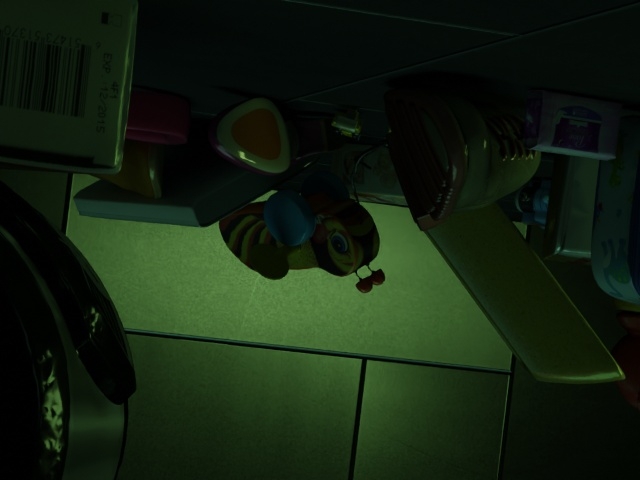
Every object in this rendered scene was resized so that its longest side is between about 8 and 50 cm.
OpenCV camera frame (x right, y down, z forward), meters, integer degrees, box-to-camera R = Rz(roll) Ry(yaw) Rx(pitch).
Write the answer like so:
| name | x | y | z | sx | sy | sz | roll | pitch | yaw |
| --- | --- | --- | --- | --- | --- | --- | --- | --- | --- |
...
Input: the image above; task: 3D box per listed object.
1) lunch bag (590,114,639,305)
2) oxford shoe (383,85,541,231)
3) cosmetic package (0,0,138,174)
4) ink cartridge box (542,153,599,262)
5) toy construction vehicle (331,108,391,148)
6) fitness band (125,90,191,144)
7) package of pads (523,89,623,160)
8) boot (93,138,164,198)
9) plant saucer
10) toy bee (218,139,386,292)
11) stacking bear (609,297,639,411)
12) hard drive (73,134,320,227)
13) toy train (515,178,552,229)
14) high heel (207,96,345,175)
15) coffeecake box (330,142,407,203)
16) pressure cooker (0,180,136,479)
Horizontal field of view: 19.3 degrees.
| name | x | y | z | sx | sy | sz | roll | pitch | yaw |
| --- | --- | --- | --- | --- | --- | --- | --- | --- | --- |
| lunch bag | 0.347 | -0.016 | 1.644 | 0.219 | 0.176 | 0.090 | 8 | 179 | -26 |
| oxford shoe | 0.133 | -0.091 | 1.692 | 0.130 | 0.123 | 0.348 | -20 | 178 | -1 |
| cosmetic package | -0.274 | -0.119 | 1.352 | 0.153 | 0.129 | 0.296 | 6 | 180 | -36 |
| ink cartridge box | 0.401 | -0.025 | 1.995 | 0.306 | 0.131 | 0.226 | 8 | 177 | 2 |
| toy construction vehicle | 0.054 | -0.120 | 1.955 | 0.086 | 0.035 | 0.098 | 18 | 178 | 11 |
| fitness band | -0.248 | -0.140 | 2.097 | 0.209 | 0.054 | 0.291 | 7 | 180 | -3 |
| package of pads | 0.212 | -0.096 | 1.580 | 0.083 | 0.050 | 0.032 | 7 | 179 | -24 |
| boot | -0.301 | -0.114 | 2.363 | 0.211 | 0.104 | 0.295 | 4 | -176 | -7 |
| plant saucer | 0.198 | 0.035 | 2.104 | 0.081 | 0.333 | 0.333 | -37 | 176 | 2 |
| toy bee | 0.000 | 0.000 | 2.325 | 0.195 | 0.162 | 0.298 | -26 | -177 | -24 |
| stacking bear | 0.404 | 0.059 | 2.185 | 0.164 | 0.289 | 0.175 | 6 | 179 | 31 |
| hard drive | -0.166 | -0.082 | 2.464 | 0.203 | 0.040 | 0.307 | -31 | -159 | -30 |
| toy train | 0.358 | -0.048 | 2.657 | 0.184 | 0.080 | 0.105 | 9 | 171 | 44 |
| high heel | -0.079 | -0.109 | 1.994 | 0.117 | 0.082 | 0.244 | -5 | -174 | 30 |
| coffeecake box | 0.121 | -0.081 | 2.453 | 0.185 | 0.068 | 0.142 | 6 | 177 | 18 |
| pressure cooker | -0.336 | 0.123 | 1.401 | 0.375 | 0.370 | 0.420 | 10 | 175 | 4 |
